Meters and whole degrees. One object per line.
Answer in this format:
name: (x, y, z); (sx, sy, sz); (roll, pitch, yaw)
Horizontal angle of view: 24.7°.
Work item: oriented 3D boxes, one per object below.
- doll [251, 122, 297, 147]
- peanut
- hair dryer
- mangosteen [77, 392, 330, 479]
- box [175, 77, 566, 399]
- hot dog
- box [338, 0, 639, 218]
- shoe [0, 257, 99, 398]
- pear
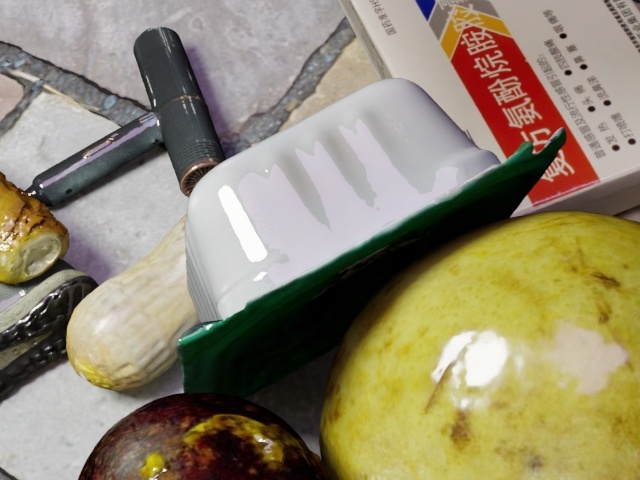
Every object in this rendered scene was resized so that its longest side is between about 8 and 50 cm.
doll: (-0.003, -0.066, 1.178); (0.127, 0.084, 0.073); (14, 58, 9)
peanut: (-0.106, 0.036, 1.124); (0.206, 0.087, 0.087); (-40, 59, -19)
hair dryer: (-0.189, -0.086, 1.250); (0.194, 0.050, 0.173); (-20, 52, -1)
mangosteen: (-0.089, 0.195, 0.852); (0.217, 0.192, 0.192); (-26, 55, -17)
box: (0.000, 0.000, 0.975); (0.264, 0.337, 0.106); (-29, 79, -12)
hot dog: (-0.311, -0.046, 1.199); (0.083, 0.068, 0.289); (-32, 44, -32)
box: (0.160, -0.160, 1.231); (0.214, 0.069, 0.353); (-21, 53, -5)
shoe: (-0.263, 0.075, 1.137); (0.194, 0.074, 0.077); (-31, 45, -15)
pear: (0.144, 0.126, 0.908); (0.303, 0.304, 0.304); (-4, 55, 6)
